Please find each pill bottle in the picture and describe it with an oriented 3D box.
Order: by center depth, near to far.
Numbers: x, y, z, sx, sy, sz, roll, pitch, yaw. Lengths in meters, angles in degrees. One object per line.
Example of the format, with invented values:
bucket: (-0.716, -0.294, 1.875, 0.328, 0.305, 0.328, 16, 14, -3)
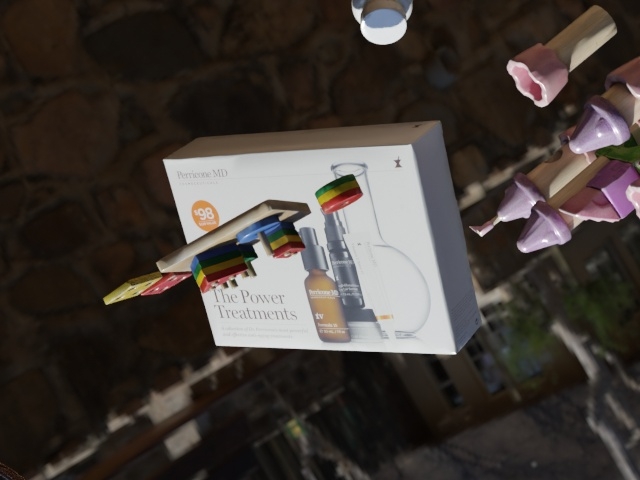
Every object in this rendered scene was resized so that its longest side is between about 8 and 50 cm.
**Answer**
pill bottle: (0.067, -0.272, 1.388, 0.067, 0.067, 0.120, -30, -139, 29)

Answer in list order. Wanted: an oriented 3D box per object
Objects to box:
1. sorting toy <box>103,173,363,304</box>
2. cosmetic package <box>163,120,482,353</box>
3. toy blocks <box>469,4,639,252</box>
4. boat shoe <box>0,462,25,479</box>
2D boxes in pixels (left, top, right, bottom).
sorting toy: (-0.086, 0.015, 1.291, 0.274, 0.046, 0.132, -28, 172, 14)
cosmetic package: (0.000, 0.000, 1.660, 0.377, 0.284, 0.097, -2, -159, 32)
toy blocks: (0.323, -0.054, 1.352, 0.260, 0.309, 0.288, -40, -160, -7)
boat shoe: (-0.317, 0.327, 1.385, 0.073, 0.207, 0.073, -38, -162, -15)
